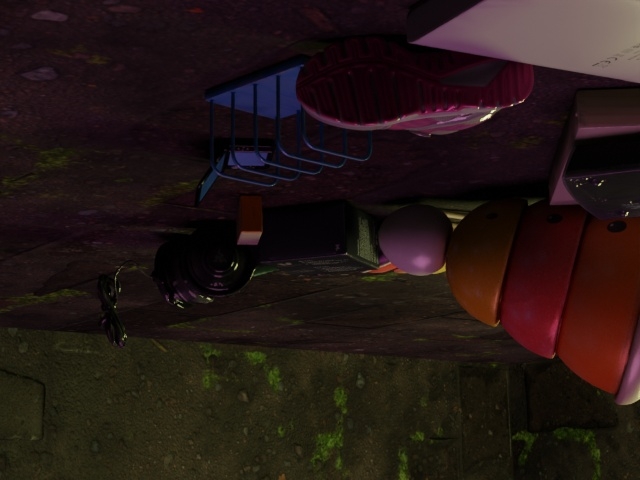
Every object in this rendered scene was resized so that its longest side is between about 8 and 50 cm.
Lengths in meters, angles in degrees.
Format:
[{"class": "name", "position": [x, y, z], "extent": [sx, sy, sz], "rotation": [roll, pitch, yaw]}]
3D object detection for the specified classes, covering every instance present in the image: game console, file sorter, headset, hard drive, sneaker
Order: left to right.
[{"class": "headset", "position": [-0.209, 0.075, 2.296], "extent": [0.394, 0.185, 0.243], "rotation": [-7, 173, -32]}, {"class": "game console", "position": [-0.119, -0.090, 1.790], "extent": [0.107, 0.071, 0.122], "rotation": [1, 169, -7]}, {"class": "file sorter", "position": [-0.037, -0.133, 1.512], "extent": [0.118, 0.104, 0.170], "rotation": [11, 164, -43]}, {"class": "sneaker", "position": [0.099, -0.158, 1.411], "extent": [0.252, 0.103, 0.111], "rotation": [0, 167, -1]}, {"class": "hard drive", "position": [0.269, -0.219, 1.282], "extent": [0.307, 0.040, 0.203], "rotation": [6, 166, -28]}, {"class": "hard drive", "position": [0.413, -0.079, 1.673], "extent": [0.172, 0.054, 0.255], "rotation": [-6, 167, 22]}]

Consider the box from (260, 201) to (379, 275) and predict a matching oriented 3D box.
[{"class": "box", "position": [0.000, 0.000, 2.176], "extent": [0.156, 0.093, 0.158], "rotation": [-6, 168, 22]}]

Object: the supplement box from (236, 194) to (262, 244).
[{"class": "supplement box", "position": [-0.115, -0.032, 2.088], "extent": [0.036, 0.062, 0.098], "rotation": [0, 167, -7]}]

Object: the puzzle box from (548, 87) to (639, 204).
[{"class": "puzzle box", "position": [0.456, -0.121, 1.738], "extent": [0.272, 0.052, 0.409], "rotation": [-2, 168, 4]}]

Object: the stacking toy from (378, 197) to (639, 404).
[{"class": "stacking toy", "position": [0.322, 0.043, 2.062], "extent": [0.480, 0.350, 0.350], "rotation": [13, 171, 11]}]

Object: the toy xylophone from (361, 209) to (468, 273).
[{"class": "toy xylophone", "position": [0.235, 0.014, 2.290], "extent": [0.323, 0.081, 0.236], "rotation": [3, 167, -20]}]
